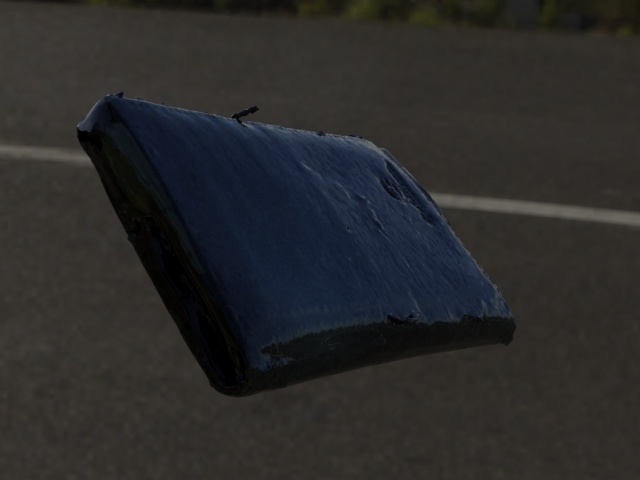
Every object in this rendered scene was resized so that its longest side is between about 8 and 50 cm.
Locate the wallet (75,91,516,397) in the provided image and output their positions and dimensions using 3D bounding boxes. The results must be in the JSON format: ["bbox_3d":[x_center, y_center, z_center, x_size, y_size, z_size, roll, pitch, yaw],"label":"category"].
[{"bbox_3d":[0.000,0.000,1.086,0.191,0.046,0.379,57,24,15],"label":"wallet"}]
